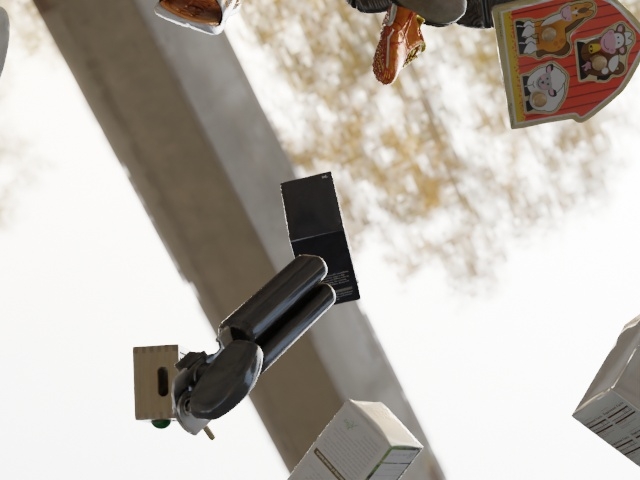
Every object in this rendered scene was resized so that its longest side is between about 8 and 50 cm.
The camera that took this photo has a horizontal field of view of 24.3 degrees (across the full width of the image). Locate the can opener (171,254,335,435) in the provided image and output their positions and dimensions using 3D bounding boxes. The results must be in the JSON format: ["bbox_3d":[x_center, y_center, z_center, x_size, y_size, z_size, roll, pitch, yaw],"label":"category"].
[{"bbox_3d":[-0.059,0.112,1.616,0.095,0.076,0.283,4,-148,38],"label":"can opener"}]

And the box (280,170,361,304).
[{"bbox_3d":[0.000,0.000,2.434,0.093,0.158,0.156,-13,-140,1],"label":"box"}]

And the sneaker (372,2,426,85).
[{"bbox_3d":[0.111,-0.265,2.010,0.175,0.067,0.064,-73,-176,-49],"label":"sneaker"}]

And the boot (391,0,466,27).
[{"bbox_3d":[0.143,-0.396,2.069,0.161,0.246,0.083,-13,-134,56],"label":"boot"}]

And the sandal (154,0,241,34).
[{"bbox_3d":[-0.167,-0.363,2.152,0.102,0.076,0.265,20,-159,1],"label":"sandal"}]

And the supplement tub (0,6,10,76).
[{"bbox_3d":[-0.541,-0.239,1.705,0.228,0.316,0.228,-33,-133,44],"label":"supplement tub"}]

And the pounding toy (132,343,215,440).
[{"bbox_3d":[-0.222,0.235,2.265,0.100,0.141,0.130,-4,170,5],"label":"pounding toy"}]

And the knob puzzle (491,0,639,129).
[{"bbox_3d":[0.325,-0.234,1.886,0.213,0.213,0.030,-24,-153,5],"label":"knob puzzle"}]

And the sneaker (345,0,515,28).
[{"bbox_3d":[0.259,-0.483,2.529,0.257,0.169,0.447,-29,-152,-36],"label":"sneaker"}]

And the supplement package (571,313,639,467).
[{"bbox_3d":[0.524,0.231,2.214,0.194,0.203,0.149,-53,180,-27],"label":"supplement package"}]

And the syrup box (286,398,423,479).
[{"bbox_3d":[0.019,0.330,1.969,0.096,0.093,0.237,45,-73,30],"label":"syrup box"}]
